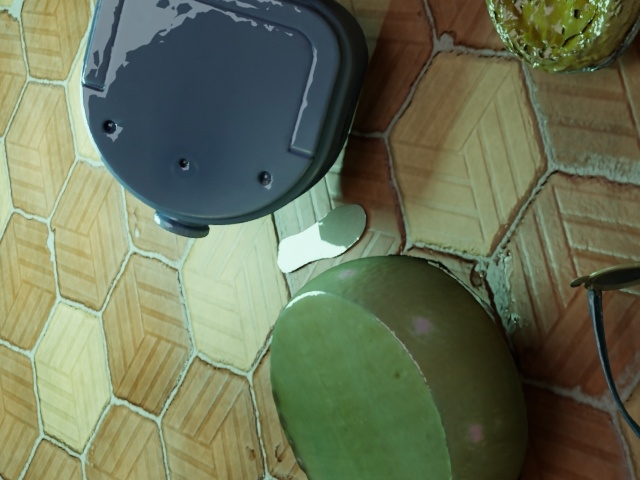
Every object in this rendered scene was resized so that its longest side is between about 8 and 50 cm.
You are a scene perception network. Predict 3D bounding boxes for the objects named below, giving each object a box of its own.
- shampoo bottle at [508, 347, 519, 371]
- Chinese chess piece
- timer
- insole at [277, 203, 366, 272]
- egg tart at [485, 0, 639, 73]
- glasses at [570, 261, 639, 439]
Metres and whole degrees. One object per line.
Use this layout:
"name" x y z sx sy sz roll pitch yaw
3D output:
"shampoo bottle" 0.152 0.125 1.658 0.208 0.063 0.057 25 94 48
"Chinese chess piece" 0.090 0.188 1.594 0.349 0.146 0.349 29 129 43
"timer" -0.143 -0.189 1.851 0.395 0.173 0.395 3 102 12
"insole" 0.000 0.000 1.889 0.197 0.004 0.065 -28 66 45
"egg tart" 0.281 -0.303 1.501 0.234 0.094 0.234 20 118 45
"glasses" 0.383 0.116 1.414 0.190 0.088 0.220 -12 97 47
